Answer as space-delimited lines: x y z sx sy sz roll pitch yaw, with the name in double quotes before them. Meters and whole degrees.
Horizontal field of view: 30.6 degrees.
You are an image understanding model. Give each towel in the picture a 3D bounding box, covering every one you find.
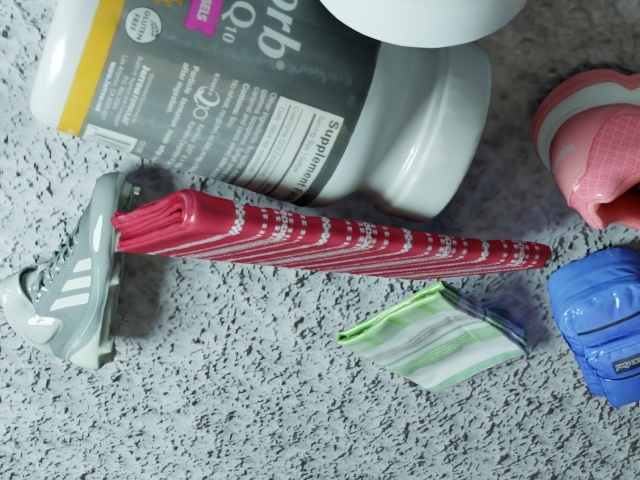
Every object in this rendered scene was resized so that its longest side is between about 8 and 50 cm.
"towel" 0.000 0.000 0.855 0.275 0.031 0.199 7 174 -23
"towel" 0.100 0.089 1.013 0.113 0.023 0.152 -31 143 25

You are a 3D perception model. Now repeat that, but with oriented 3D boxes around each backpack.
"backpack" 0.252 0.071 0.983 0.098 0.101 0.120 -25 123 10

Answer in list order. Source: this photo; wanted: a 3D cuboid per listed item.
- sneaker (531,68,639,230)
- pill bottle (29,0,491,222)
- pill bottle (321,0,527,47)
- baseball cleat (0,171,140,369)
"sneaker" 0.315 -0.034 0.870 0.314 0.136 0.116 5 131 -6
"pill bottle" -0.039 -0.113 0.782 0.279 0.162 0.162 17 128 -15
"pill bottle" 0.064 -0.263 0.584 0.188 0.187 0.334 0 146 -1
"baseball cleat" -0.208 0.027 0.957 0.109 0.072 0.205 12 126 -2
